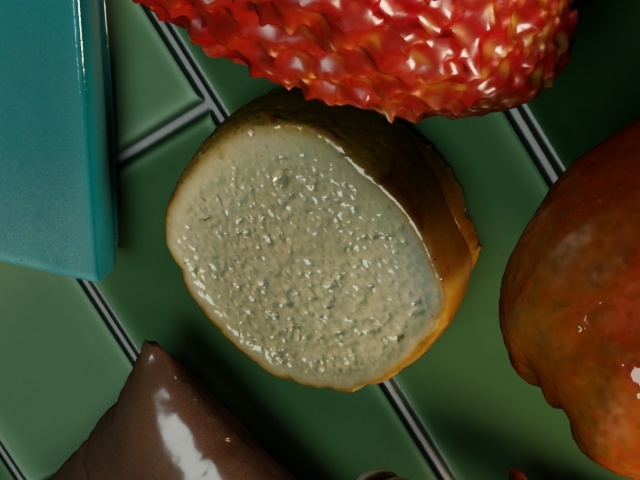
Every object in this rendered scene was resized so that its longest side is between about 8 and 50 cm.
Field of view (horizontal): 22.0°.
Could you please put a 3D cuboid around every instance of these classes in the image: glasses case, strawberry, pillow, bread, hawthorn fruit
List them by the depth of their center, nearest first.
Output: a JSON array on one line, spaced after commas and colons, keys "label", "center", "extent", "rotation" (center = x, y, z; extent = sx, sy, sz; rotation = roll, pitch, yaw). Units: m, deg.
[{"label": "hawthorn fruit", "center": [0.233, 0.010, 0.956], "extent": [0.224, 0.224, 0.261], "rotation": [43, 114, 6]}, {"label": "strawberry", "center": [-0.013, -0.211, 0.977], "extent": [0.292, 0.292, 0.343], "rotation": [-12, 122, 37]}, {"label": "bread", "center": [0.000, 0.000, 1.186], "extent": [0.236, 0.070, 0.236], "rotation": [16, 124, 26]}, {"label": "glasses case", "center": [-0.213, -0.120, 1.266], "extent": [0.117, 0.070, 0.301], "rotation": [13, 120, 20]}, {"label": "pillow", "center": [-0.105, 0.269, 1.374], "extent": [0.305, 0.108, 0.308], "rotation": [45, 127, 3]}]

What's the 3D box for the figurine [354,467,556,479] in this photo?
[{"label": "figurine", "center": [0.107, 0.333, 1.180], "extent": [0.320, 0.196, 0.323], "rotation": [9, 115, -4]}]
